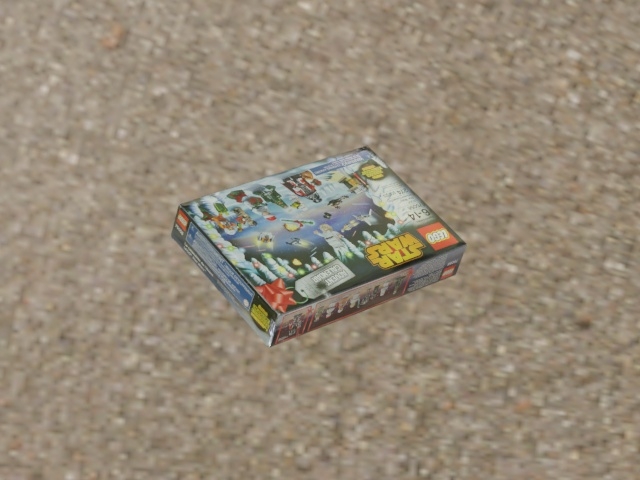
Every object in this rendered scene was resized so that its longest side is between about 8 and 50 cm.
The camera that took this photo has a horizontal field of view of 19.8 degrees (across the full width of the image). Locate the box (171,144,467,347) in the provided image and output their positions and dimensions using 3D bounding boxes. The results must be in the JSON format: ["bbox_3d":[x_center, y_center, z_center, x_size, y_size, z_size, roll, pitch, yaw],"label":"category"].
[{"bbox_3d":[0.000,0.000,1.009,0.094,0.137,0.027,47,138,29],"label":"box"}]
